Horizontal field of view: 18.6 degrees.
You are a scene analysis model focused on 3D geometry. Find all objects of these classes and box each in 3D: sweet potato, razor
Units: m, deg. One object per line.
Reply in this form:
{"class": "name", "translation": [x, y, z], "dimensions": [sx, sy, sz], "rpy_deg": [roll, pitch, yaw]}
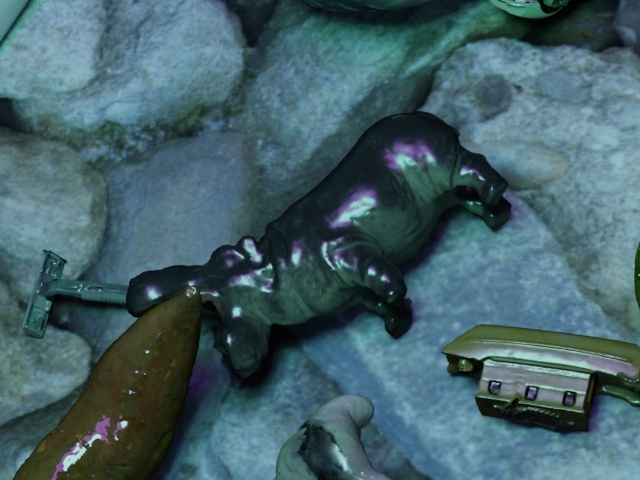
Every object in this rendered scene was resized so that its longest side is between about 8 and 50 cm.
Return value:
{"class": "sweet potato", "translation": [-0.193, 0.188, 1.673], "dimensions": [0.095, 0.106, 0.354], "rpy_deg": [35, 92, 11]}
{"class": "razor", "translation": [-0.167, 0.052, 1.792], "dimensions": [0.211, 0.036, 0.084], "rpy_deg": [3, 62, 16]}

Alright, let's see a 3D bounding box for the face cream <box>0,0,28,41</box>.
{"class": "face cream", "translation": [-0.347, -0.231, 2.003], "dimensions": [0.092, 0.058, 0.243], "rpy_deg": [29, 75, 21]}

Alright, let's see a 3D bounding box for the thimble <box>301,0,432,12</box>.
{"class": "thimble", "translation": [0.063, -0.334, 1.853], "dimensions": [0.172, 0.205, 0.250], "rpy_deg": [6, 59, 57]}

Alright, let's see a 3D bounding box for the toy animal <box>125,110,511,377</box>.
{"class": "toy animal", "translation": [0.005, 0.015, 1.724], "dimensions": [0.343, 0.106, 0.168], "rpy_deg": [-32, 66, -9]}

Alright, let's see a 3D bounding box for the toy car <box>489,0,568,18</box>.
{"class": "toy car", "translation": [0.233, -0.266, 1.877], "dimensions": [0.186, 0.058, 0.093], "rpy_deg": [-33, 56, -22]}

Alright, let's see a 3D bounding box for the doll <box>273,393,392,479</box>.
{"class": "doll", "translation": [0.007, 0.216, 1.574], "dimensions": [0.095, 0.192, 0.149], "rpy_deg": [-7, 49, -15]}

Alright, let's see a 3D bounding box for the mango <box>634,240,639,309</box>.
{"class": "mango", "translation": [0.323, 0.014, 1.653], "dimensions": [0.125, 0.111, 0.232], "rpy_deg": [-12, 56, 1]}

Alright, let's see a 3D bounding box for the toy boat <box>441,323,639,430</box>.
{"class": "toy boat", "translation": [0.199, 0.119, 1.650], "dimensions": [0.201, 0.057, 0.077], "rpy_deg": [7, 66, 17]}
